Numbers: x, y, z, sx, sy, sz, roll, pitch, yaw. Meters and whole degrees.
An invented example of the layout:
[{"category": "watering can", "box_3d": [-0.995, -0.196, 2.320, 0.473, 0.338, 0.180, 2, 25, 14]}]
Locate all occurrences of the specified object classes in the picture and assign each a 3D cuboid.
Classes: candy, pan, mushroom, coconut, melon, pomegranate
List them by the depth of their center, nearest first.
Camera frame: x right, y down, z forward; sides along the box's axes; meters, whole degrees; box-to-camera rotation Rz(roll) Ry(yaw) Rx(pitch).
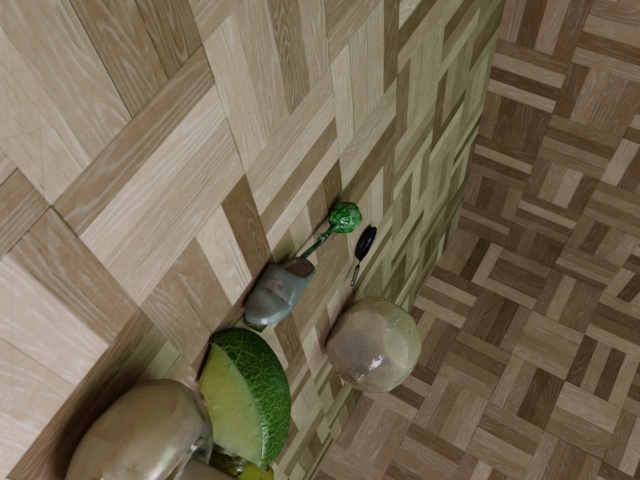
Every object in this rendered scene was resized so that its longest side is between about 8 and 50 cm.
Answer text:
[{"category": "mushroom", "box_3d": [-0.270, 0.427, 1.105, 0.314, 0.337, 0.314, 21, 90, -79]}, {"category": "melon", "box_3d": [-0.180, 0.377, 1.542, 0.226, 0.331, 0.343, -30, 178, 18]}, {"category": "candy", "box_3d": [0.000, -0.002, 1.677, 0.323, 0.097, 0.097, -43, 153, -31]}, {"category": "pomegranate", "box_3d": [-0.247, 0.712, 1.695, 0.260, 0.261, 0.341, -57, -176, -20]}, {"category": "pan", "box_3d": [0.146, 0.055, 2.186, 0.136, 0.028, 0.234, 5, 107, -69]}, {"category": "coconut", "box_3d": [0.198, 0.404, 2.307, 0.360, 0.347, 0.346, -40, 150, -54]}]

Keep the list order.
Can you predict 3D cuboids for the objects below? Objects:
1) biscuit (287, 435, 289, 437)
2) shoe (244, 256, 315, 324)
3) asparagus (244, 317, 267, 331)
[{"category": "biscuit", "box_3d": [-0.173, 0.540, 1.703, 0.184, 0.047, 0.320, -9, 174, -30]}, {"category": "shoe", "box_3d": [-0.099, 0.107, 1.501, 0.251, 0.103, 0.100, -47, 147, -43]}, {"category": "asparagus", "box_3d": [-0.158, 0.219, 1.569, 0.178, 0.045, 0.041, 61, 18, -72]}]
